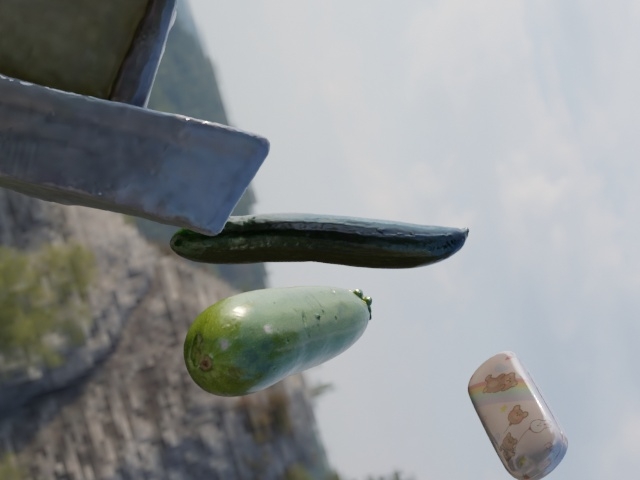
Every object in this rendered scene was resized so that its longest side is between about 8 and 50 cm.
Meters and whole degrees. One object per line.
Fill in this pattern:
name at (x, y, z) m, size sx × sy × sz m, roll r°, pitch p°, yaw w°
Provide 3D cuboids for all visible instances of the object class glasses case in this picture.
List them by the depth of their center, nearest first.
glasses case at (0.093, 0.083, 0.805) m, size 0.021 × 0.032 × 0.083 m, roll 44°, pitch 13°, yaw -31°

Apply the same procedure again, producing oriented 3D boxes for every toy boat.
toy boat at (-0.164, -0.143, 0.981) m, size 0.111 × 0.276 × 0.293 m, roll 29°, pitch 59°, yaw -77°

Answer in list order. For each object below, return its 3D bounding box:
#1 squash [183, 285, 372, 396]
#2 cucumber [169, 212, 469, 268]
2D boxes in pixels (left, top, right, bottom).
squash at (-0.023, 0.062, 1.154) m, size 0.201 × 0.066 × 0.066 m, roll -13°, pitch 86°, yaw -56°
cucumber at (0.000, 0.000, 1.589) m, size 0.056 × 0.284 × 0.056 m, roll 180°, pitch -90°, yaw -88°
